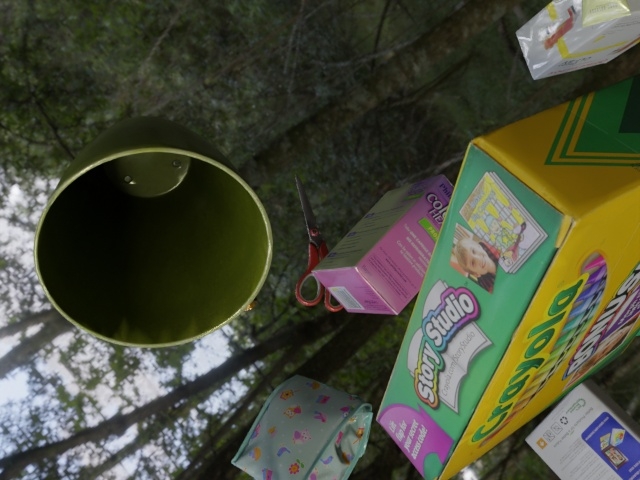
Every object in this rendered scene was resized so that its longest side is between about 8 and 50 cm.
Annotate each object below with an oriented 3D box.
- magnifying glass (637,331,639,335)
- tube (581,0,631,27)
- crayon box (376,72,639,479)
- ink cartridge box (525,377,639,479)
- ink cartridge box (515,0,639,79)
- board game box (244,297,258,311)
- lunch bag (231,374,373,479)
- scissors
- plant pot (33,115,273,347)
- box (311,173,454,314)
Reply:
[{"bbox_3d":[0.504,0.117,0.985,0.231,0.026,0.092,17,-137,-4],"label":"magnifying glass"},{"bbox_3d":[0.560,-0.563,1.334,0.070,0.062,0.240,-178,77,-69],"label":"tube"},{"bbox_3d":[0.229,0.036,0.615,0.106,0.313,0.363,45,144,32],"label":"crayon box"},{"bbox_3d":[0.573,0.450,1.217,0.069,0.175,0.371,4,-144,-47],"label":"ink cartridge box"},{"bbox_3d":[0.754,-0.594,1.749,0.385,0.279,0.160,149,105,-71],"label":"ink cartridge box"},{"bbox_3d":[-0.226,0.087,1.309,0.048,0.170,0.141,-44,-64,-72],"label":"board game box"},{"bbox_3d":[-0.029,0.437,1.455,0.223,0.262,0.160,12,149,42],"label":"lunch bag"},{"bbox_3d":[0.000,0.000,1.371,0.021,0.109,0.297,114,155,-73],"label":"scissors"},{"bbox_3d":[-0.227,-0.053,0.898,0.275,0.275,0.293,54,-175,-34],"label":"plant pot"},{"bbox_3d":[0.135,0.013,1.229,0.117,0.243,0.213,47,161,-11],"label":"box"}]
